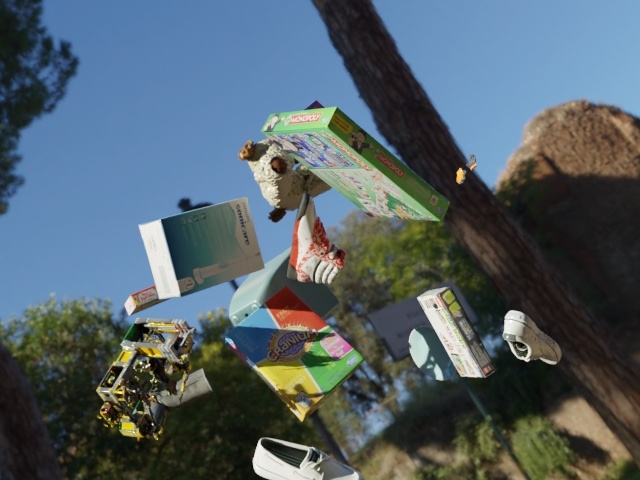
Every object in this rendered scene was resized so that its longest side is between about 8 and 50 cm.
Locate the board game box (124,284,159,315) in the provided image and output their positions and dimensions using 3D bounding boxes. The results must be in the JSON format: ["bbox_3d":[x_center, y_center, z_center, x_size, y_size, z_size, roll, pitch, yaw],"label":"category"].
[{"bbox_3d":[-0.532,0.177,2.566,0.193,0.045,0.147,-23,-7,-27],"label":"board game box"}]

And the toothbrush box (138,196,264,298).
[{"bbox_3d":[-0.323,0.018,2.182,0.295,0.216,0.126,-19,7,-40],"label":"toothbrush box"}]

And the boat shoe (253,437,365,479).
[{"bbox_3d":[-0.022,0.441,1.526,0.083,0.226,0.076,-73,-9,-56],"label":"boat shoe"}]

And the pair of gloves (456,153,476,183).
[{"bbox_3d":[0.395,-0.194,2.138,0.010,0.074,0.083,27,-59,-14],"label":"pair of gloves"}]

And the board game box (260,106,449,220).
[{"bbox_3d":[0.066,-0.136,1.477,0.317,0.213,0.046,36,-107,-33],"label":"board game box"}]

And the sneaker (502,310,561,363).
[{"bbox_3d":[0.563,0.285,2.131,0.258,0.094,0.091,39,-109,-34],"label":"sneaker"}]

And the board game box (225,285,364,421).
[{"bbox_3d":[-0.074,0.311,2.211,0.242,0.316,0.064,-39,-20,-28],"label":"board game box"}]

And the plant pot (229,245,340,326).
[{"bbox_3d":[-0.139,0.211,2.489,0.247,0.248,0.252,-32,7,39],"label":"plant pot"}]

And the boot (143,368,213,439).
[{"bbox_3d":[-0.423,0.490,2.370,0.208,0.190,0.076,-15,-46,-12],"label":"boot"}]

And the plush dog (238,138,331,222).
[{"bbox_3d":[-0.121,-0.199,2.283,0.262,0.225,0.211,2,-42,-39],"label":"plush dog"}]

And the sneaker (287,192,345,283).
[{"bbox_3d":[0.000,0.000,2.054,0.145,0.090,0.270,11,-55,1],"label":"sneaker"}]

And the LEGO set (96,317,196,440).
[{"bbox_3d":[-0.418,0.360,2.073,0.331,0.192,0.255,-59,-40,-47],"label":"LEGO set"}]

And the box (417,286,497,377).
[{"bbox_3d":[0.298,0.204,1.733,0.036,0.207,0.114,-30,2,-20],"label":"box"}]

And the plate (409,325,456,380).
[{"bbox_3d":[0.357,0.350,2.471,0.024,0.188,0.188,-27,-20,-40],"label":"plate"}]

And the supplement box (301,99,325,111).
[{"bbox_3d":[0.020,-0.268,2.198,0.111,0.220,0.114,-46,2,33],"label":"supplement box"}]
